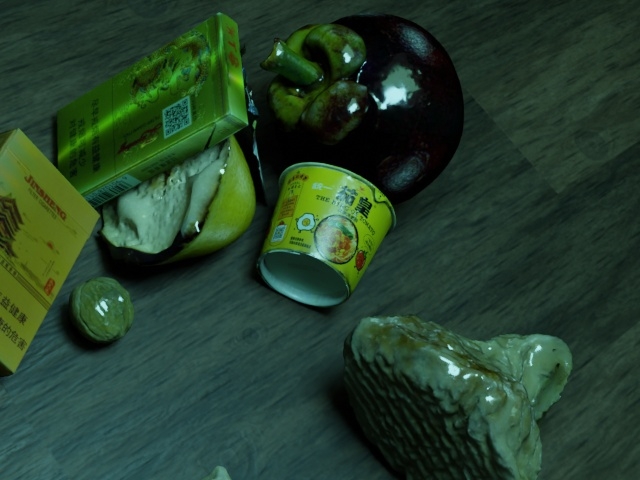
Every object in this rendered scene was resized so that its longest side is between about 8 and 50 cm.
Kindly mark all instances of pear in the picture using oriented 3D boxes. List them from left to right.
[{"bbox_3d":[-0.169,-0.069,1.750,0.178,0.267,0.266,25,46,-43],"label":"pear"}]

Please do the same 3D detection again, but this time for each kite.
[{"bbox_3d":[-0.100,-0.179,1.779,0.015,0.310,0.169,-10,69,-4],"label":"kite"}]

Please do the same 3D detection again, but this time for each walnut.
[{"bbox_3d":[-0.285,0.091,1.639,0.092,0.092,0.092,13,54,-18],"label":"walnut"}]

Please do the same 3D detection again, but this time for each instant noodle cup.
[{"bbox_3d":[0.000,0.000,1.786,0.182,0.182,0.144,28,59,-7],"label":"instant noodle cup"}]

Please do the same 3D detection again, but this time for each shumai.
[{"bbox_3d":[0.200,0.180,1.692,0.314,0.267,0.262,47,53,1],"label":"shumai"}]

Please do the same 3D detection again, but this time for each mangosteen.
[{"bbox_3d":[0.068,-0.188,1.841,0.297,0.297,0.313,39,10,3],"label":"mangosteen"}]

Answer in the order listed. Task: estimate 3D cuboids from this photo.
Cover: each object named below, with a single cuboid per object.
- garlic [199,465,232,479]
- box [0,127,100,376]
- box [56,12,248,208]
[{"bbox_3d":[-0.037,0.434,1.493,0.340,0.231,0.246,24,14,-48],"label":"garlic"},{"bbox_3d":[-0.404,0.016,1.582,0.174,0.076,0.274,52,42,-33],"label":"box"},{"bbox_3d":[-0.234,-0.166,1.702,0.043,0.311,0.172,31,42,-47],"label":"box"}]
